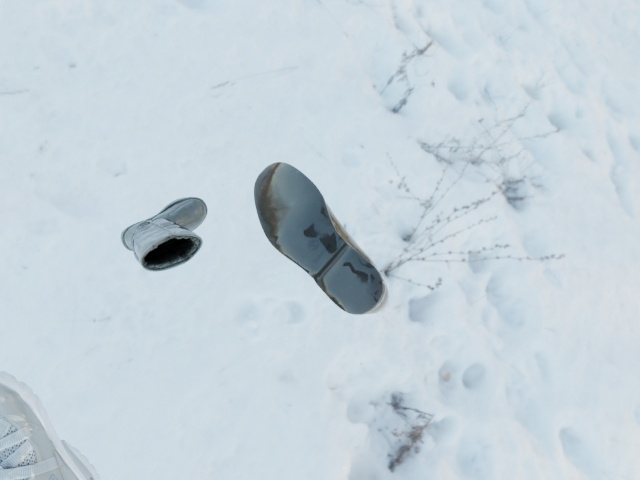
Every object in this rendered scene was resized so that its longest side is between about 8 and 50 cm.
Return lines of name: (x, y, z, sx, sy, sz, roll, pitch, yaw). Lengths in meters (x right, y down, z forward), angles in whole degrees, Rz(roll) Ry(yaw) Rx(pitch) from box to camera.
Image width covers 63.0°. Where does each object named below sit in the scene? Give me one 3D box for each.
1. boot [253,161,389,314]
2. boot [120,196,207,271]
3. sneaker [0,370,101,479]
boot: (0.000, 0.000, 0.845, 0.305, 0.112, 0.115, 52, 10, 22)
boot: (-0.253, -0.018, 0.917, 0.190, 0.208, 0.076, -35, 109, -25)
sneaker: (-0.333, 0.234, 0.538, 0.281, 0.105, 0.115, 59, 9, -30)
